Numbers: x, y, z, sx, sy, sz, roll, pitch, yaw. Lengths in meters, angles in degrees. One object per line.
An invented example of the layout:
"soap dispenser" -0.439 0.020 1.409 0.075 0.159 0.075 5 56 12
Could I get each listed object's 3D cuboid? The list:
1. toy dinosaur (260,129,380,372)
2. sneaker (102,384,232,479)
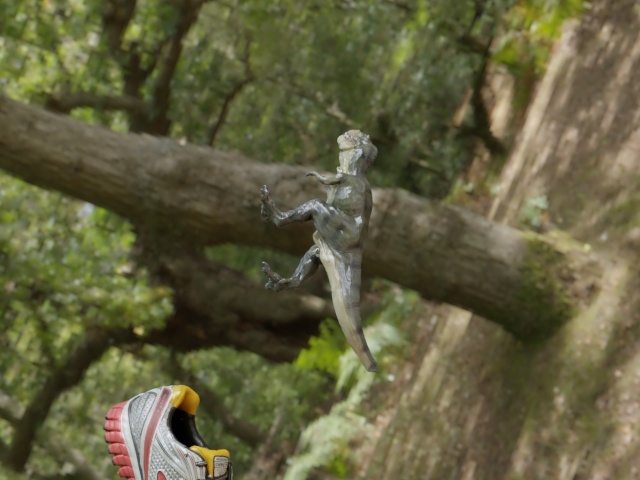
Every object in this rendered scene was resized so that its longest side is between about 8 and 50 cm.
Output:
"toy dinosaur" 0.000 0.000 1.234 0.064 0.118 0.268 80 -170 -69
"sneaker" -0.121 0.232 1.104 0.092 0.225 0.088 -30 -22 14
